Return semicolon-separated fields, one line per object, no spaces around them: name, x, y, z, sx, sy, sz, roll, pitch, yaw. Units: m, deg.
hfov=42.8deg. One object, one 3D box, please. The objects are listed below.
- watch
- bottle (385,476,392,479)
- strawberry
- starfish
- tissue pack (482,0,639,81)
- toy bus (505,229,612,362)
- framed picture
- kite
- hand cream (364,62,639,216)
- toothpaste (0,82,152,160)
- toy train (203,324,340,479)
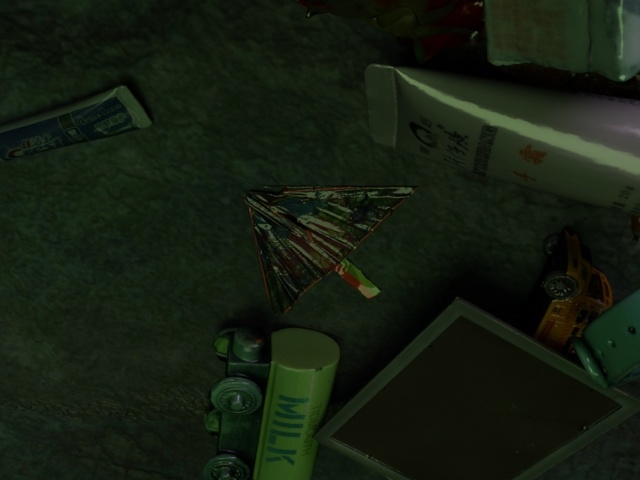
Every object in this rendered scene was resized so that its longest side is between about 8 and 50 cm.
watch;0.323;0.067;0.721;0.195;0.237;0.068;-33;70;12
bottle;0.140;0.311;1.007;0.217;0.060;0.060;36;124;-14
strawberry;0.065;-0.238;0.590;0.186;0.184;0.202;17;97;6
starfish;0.255;-0.127;0.692;0.138;0.050;0.247;-36;103;31
tissue pack;0.196;-0.281;0.483;0.128;0.228;0.311;24;138;47
toy bus;0.238;0.072;0.816;0.074;0.070;0.162;16;127;1
framed picture;0.156;0.190;0.873;0.231;0.018;0.293;30;131;-11
kite;0.000;0.000;0.854;0.183;0.014;0.241;41;121;-17
hand cream;0.188;-0.084;0.653;0.314;0.089;0.140;14;163;13
toothpaste;-0.266;-0.113;0.823;0.197;0.035;0.057;-12;137;18
toy train;-0.057;0.203;0.963;0.157;0.105;0.253;5;126;-8
